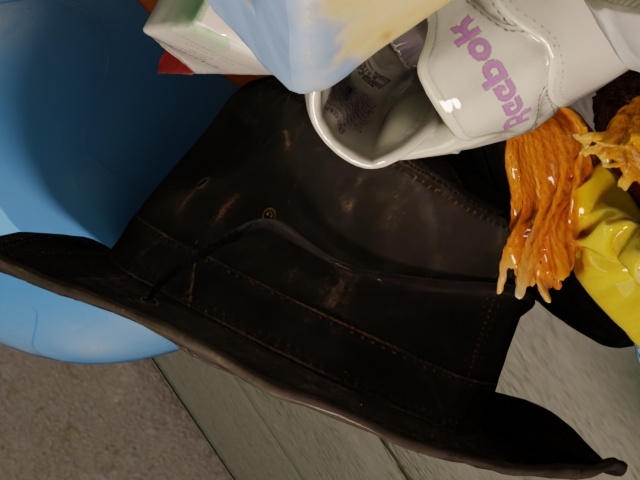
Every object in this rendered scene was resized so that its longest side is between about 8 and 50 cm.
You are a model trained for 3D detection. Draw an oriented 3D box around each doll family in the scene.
[{"bbox_3d":[0.149,0.009,0.728,0.163,0.118,0.263,58,165,-17],"label":"doll family"}]

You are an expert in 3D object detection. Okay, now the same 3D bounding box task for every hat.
[{"bbox_3d":[0.000,0.000,0.872,0.331,0.134,0.331,18,-178,-1],"label":"hat"}]

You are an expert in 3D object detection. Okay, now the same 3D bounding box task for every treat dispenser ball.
[{"bbox_3d":[-0.131,-0.070,1.126,0.288,0.288,0.288,50,166,18],"label":"treat dispenser ball"}]

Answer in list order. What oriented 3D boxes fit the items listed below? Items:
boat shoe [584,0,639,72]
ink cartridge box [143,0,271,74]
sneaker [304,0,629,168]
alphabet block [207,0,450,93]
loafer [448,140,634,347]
[{"bbox_3d":[0.157,-0.041,0.474,0.119,0.121,0.335,48,-171,-18],"label":"boat shoe"},{"bbox_3d":[-0.023,-0.157,0.787,0.056,0.181,0.224,26,176,-22],"label":"ink cartridge box"},{"bbox_3d":[0.031,-0.106,0.783,0.114,0.152,0.305,56,168,-19],"label":"sneaker"},{"bbox_3d":[0.013,-0.196,0.532,0.193,0.197,0.192,50,165,18],"label":"alphabet block"},{"bbox_3d":[0.110,-0.023,0.914,0.170,0.062,0.061,53,162,0],"label":"loafer"}]
